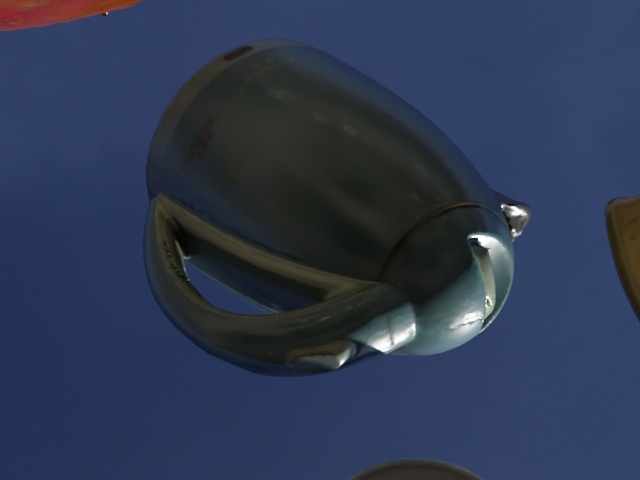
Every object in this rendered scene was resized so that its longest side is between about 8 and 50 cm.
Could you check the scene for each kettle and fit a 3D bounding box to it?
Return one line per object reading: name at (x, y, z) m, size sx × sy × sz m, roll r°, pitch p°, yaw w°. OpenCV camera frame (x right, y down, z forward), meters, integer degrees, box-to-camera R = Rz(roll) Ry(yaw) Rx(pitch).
kettle at (0.000, 0.000, 1.185) m, size 0.319 × 0.247 × 0.342 m, roll -29°, pitch -141°, yaw -22°

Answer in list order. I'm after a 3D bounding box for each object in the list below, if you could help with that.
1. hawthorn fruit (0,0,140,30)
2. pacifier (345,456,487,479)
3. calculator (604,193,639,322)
hawthorn fruit at (-0.134, -0.179, 0.460) m, size 0.254 × 0.254 × 0.300 m, roll 15°, pitch -140°, yaw 18°
pacifier at (0.064, 0.329, 1.119) m, size 0.227 × 0.207 × 0.279 m, roll 3°, pitch -82°, yaw 7°
calculator at (0.298, 0.016, 0.967) m, size 0.157 × 0.033 × 0.236 m, roll -33°, pitch -137°, yaw 12°
